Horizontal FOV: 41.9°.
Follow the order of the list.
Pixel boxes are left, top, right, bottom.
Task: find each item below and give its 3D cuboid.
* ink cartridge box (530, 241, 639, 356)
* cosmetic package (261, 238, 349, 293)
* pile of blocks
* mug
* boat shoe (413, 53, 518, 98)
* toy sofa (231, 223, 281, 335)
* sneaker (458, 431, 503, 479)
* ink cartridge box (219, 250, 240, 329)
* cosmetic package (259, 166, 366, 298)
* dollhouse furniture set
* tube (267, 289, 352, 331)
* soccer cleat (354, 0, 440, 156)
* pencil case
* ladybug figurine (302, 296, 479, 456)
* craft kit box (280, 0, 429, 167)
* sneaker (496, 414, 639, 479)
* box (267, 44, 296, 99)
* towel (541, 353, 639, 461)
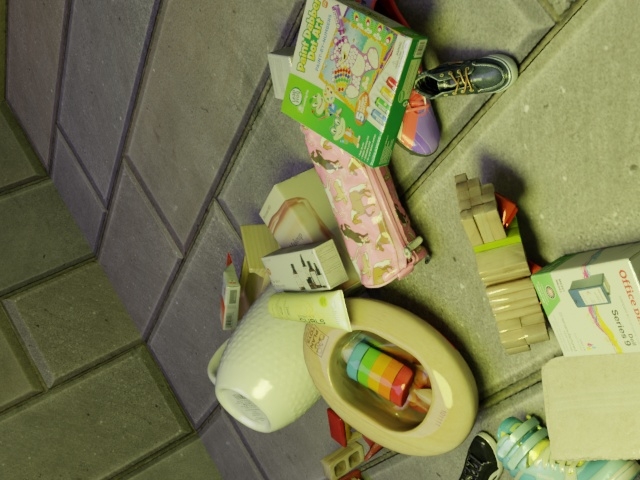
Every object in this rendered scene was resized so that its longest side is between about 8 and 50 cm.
[{"bbox_3d":[0.462,0.095,1.328,0.212,0.093,0.154,-17,97,58],"label":"ink cartridge box"},{"bbox_3d":[-0.040,0.062,1.864,0.239,0.060,0.098,-12,101,58],"label":"cosmetic package"},{"bbox_3d":[0.343,0.037,1.486,0.113,0.149,0.362,-14,116,16],"label":"pile of blocks"},{"bbox_3d":[-0.128,0.290,2.066,0.374,0.328,0.276,-3,130,45],"label":"mug"},{"bbox_3d":[0.241,-0.269,1.405,0.183,0.083,0.065,9,120,55],"label":"boat shoe"},{"bbox_3d":[-0.145,0.115,2.272,0.362,0.177,0.150,107,154,-50],"label":"toy sofa"},{"bbox_3d":[0.331,0.530,1.833,0.079,0.121,0.216,32,137,42],"label":"sneaker"},{"bbox_3d":[-0.258,0.133,2.273,0.179,0.045,0.145,-120,32,-53],"label":"ink cartridge box"},{"bbox_3d":[0.000,0.000,1.943,0.296,0.129,0.153,56,150,15],"label":"cosmetic package"},{"bbox_3d":[0.094,0.646,2.262,0.201,0.152,0.374,25,132,48],"label":"dollhouse furniture set"},{"bbox_3d":[-0.023,0.146,1.818,0.240,0.062,0.070,0,148,49],"label":"tube"},{"bbox_3d":[0.143,-0.305,1.516,0.116,0.109,0.318,-28,86,56],"label":"soccer cleat"},{"bbox_3d":[0.089,-0.102,1.701,0.167,0.160,0.386,-20,95,26],"label":"pencil case"},{"bbox_3d":[0.156,0.280,1.821,0.449,0.162,0.305,31,114,29],"label":"ladybug figurine"},{"bbox_3d":[0.053,-0.296,1.505,0.247,0.061,0.249,37,126,33],"label":"craft kit box"},{"bbox_3d":[0.439,0.408,1.569,0.208,0.127,0.319,55,148,13],"label":"sneaker"},{"bbox_3d":[-0.042,-0.356,1.765,0.087,0.102,0.101,24,131,51],"label":"box"},{"bbox_3d":[0.484,0.276,1.401,0.282,0.049,0.187,-25,65,59],"label":"towel"}]
